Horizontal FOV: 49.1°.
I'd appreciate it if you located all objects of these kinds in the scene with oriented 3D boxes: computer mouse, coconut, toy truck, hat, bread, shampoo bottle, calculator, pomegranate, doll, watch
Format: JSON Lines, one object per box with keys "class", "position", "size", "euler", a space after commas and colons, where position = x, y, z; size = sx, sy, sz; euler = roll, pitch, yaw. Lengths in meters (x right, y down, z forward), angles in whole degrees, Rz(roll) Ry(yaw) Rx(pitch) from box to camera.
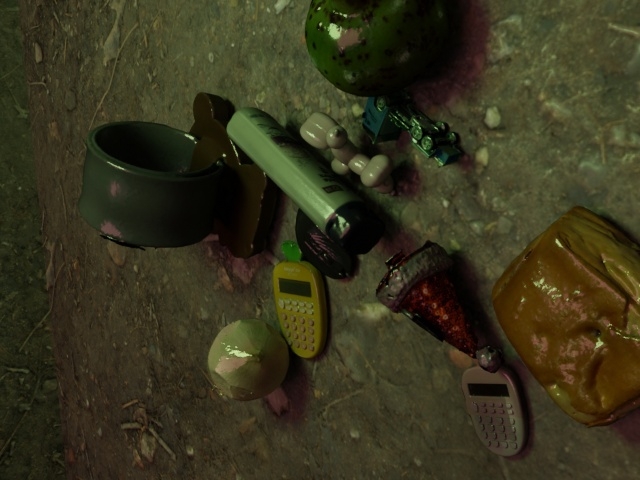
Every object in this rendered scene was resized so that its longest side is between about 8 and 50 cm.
{"class": "computer mouse", "position": [0.000, 0.000, 1.276], "size": [0.172, 0.057, 0.099], "euler": [57, 133, 22]}
{"class": "coconut", "position": [-0.147, 0.241, 1.398], "size": [0.183, 0.170, 0.171], "euler": [145, 112, -75]}
{"class": "toy truck", "position": [0.138, -0.162, 1.077], "size": [0.175, 0.067, 0.081], "euler": [47, 136, 30]}
{"class": "hat", "position": [0.182, 0.109, 1.042], "size": [0.227, 0.129, 0.140], "euler": [50, 164, 22]}
{"class": "bread", "position": [0.326, 0.097, 0.868], "size": [0.235, 0.099, 0.210], "euler": [56, 135, 26]}
{"class": "shampoo bottle", "position": [-0.022, -0.107, 1.223], "size": [0.359, 0.134, 0.078], "euler": [45, 110, 35]}
{"class": "calculator", "position": [0.257, 0.238, 1.040], "size": [0.103, 0.024, 0.166], "euler": [-12, 90, 51]}
{"class": "pomegranate", "position": [0.068, -0.319, 0.993], "size": [0.211, 0.263, 0.211], "euler": [-7, 74, 25]}
{"class": "doll", "position": [0.055, -0.134, 1.138], "size": [0.059, 0.161, 0.160], "euler": [-49, 37, -5]}
{"class": "calculator", "position": [-0.040, 0.115, 1.368], "size": [0.146, 0.032, 0.235], "euler": [4, 102, 50]}
{"class": "watch", "position": [-0.300, -0.112, 1.405], "size": [0.335, 0.326, 0.314], "euler": [40, 126, 38]}
